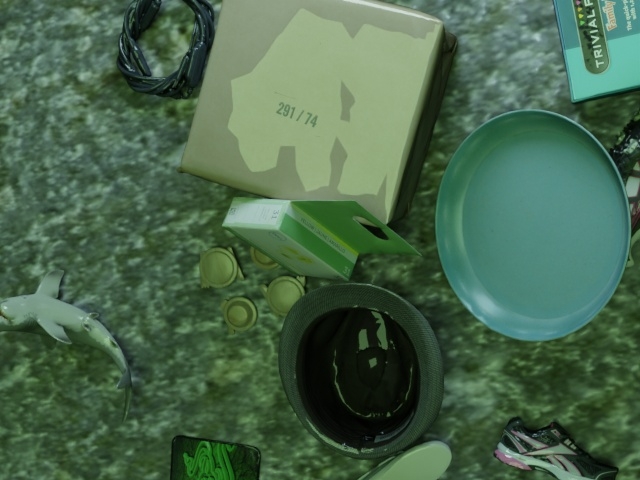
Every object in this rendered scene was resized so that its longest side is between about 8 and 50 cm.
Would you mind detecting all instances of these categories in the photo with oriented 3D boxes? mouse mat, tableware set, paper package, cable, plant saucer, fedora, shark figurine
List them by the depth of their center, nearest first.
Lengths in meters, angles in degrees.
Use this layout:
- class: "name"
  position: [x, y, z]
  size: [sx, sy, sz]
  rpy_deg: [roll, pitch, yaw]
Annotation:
- class: "plant saucer"
  position: [0.294, -0.021, 1.413]
  size: [0.317, 0.043, 0.318]
  rpy_deg: [4, 95, 46]
- class: "paper package"
  position: [-0.001, -0.202, 1.473]
  size: [0.324, 0.168, 0.310]
  rpy_deg: [17, 99, 13]
- class: "fedora"
  position: [0.068, 0.178, 1.507]
  size: [0.243, 0.124, 0.276]
  rpy_deg: [-7, 101, 17]
- class: "cable"
  position: [-0.242, -0.317, 1.591]
  size: [0.150, 0.047, 0.185]
  rpy_deg: [17, 101, 17]
- class: "tableware set"
  position: [-0.106, 0.065, 1.596]
  size: [0.168, 0.020, 0.141]
  rpy_deg: [-18, 91, 13]
- class: "mouse mat"
  position: [-0.174, 0.415, 1.649]
  size: [0.152, 0.007, 0.190]
  rpy_deg: [5, 95, 14]
- class: "shark figurine"
  position: [-0.404, 0.164, 1.657]
  size: [0.278, 0.166, 0.116]
  rpy_deg: [31, 128, -8]

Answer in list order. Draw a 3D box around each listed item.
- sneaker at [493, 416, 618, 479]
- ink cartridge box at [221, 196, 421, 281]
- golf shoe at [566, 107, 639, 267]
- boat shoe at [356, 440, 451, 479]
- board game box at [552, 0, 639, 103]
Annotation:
- class: "sneaker"
  position: [0.346, 0.305, 1.479]
  size: [0.178, 0.072, 0.077]
  rpy_deg: [14, 87, 7]
- class: "ink cartridge box"
  position: [0.000, 0.000, 1.442]
  size: [0.235, 0.171, 0.056]
  rpy_deg: [6, 68, 44]
- class: "golf shoe"
  position: [0.450, -0.091, 1.415]
  size: [0.120, 0.105, 0.273]
  rpy_deg: [33, 108, -6]
- class: "boat shoe"
  position: [0.119, 0.350, 1.541]
  size: [0.066, 0.063, 0.184]
  rpy_deg: [40, 111, -16]
- class: "board game box"
  position: [0.486, -0.345, 1.383]
  size: [0.335, 0.079, 0.254]
  rpy_deg: [-11, 92, 15]
